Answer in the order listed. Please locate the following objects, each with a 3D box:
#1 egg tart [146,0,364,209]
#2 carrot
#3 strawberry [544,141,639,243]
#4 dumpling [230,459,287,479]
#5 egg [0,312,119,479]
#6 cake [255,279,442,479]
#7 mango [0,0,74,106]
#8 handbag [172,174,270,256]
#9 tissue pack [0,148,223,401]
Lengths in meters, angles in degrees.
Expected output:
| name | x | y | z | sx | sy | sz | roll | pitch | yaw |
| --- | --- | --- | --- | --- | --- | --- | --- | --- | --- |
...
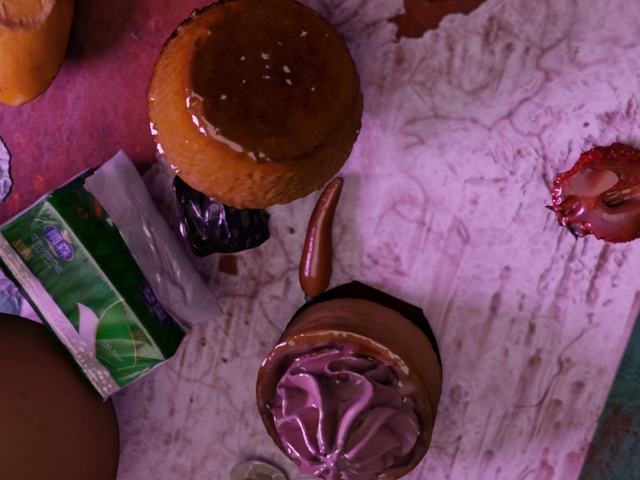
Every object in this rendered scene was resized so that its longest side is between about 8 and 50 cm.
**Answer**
| name | x | y | z | sx | sy | sz | roll | pitch | yaw |
| --- | --- | --- | --- | --- | --- | --- | --- | --- | --- |
| egg tart | -0.053 | -0.139 | 1.129 | 0.215 | 0.171 | 0.215 | 0 | 87 | -10 |
| carrot | 0.000 | 0.000 | 1.259 | 0.035 | 0.035 | 0.142 | 13 | 108 | 10 |
| strawberry | 0.290 | -0.044 | 1.158 | 0.152 | 0.048 | 0.104 | -17 | 108 | 23 |
| dumpling | -0.067 | 0.287 | 1.379 | 0.076 | 0.057 | 0.052 | 53 | 154 | 17 |
| egg | -0.382 | 0.243 | 1.301 | 0.301 | 0.301 | 0.374 | 47 | 120 | -5 |
| cake | 0.022 | 0.164 | 1.235 | 0.185 | 0.178 | 0.208 | -5 | 105 | 17 |
| mango | -0.326 | -0.255 | 1.203 | 0.153 | 0.126 | 0.252 | -7 | 115 | 5 |
| handbag | -0.110 | -0.027 | 1.218 | 0.072 | 0.139 | 0.115 | -9 | 106 | 16 |
| tissue pack | -0.215 | 0.028 | 1.262 | 0.156 | 0.148 | 0.209 | -32 | 98 | 16 |
